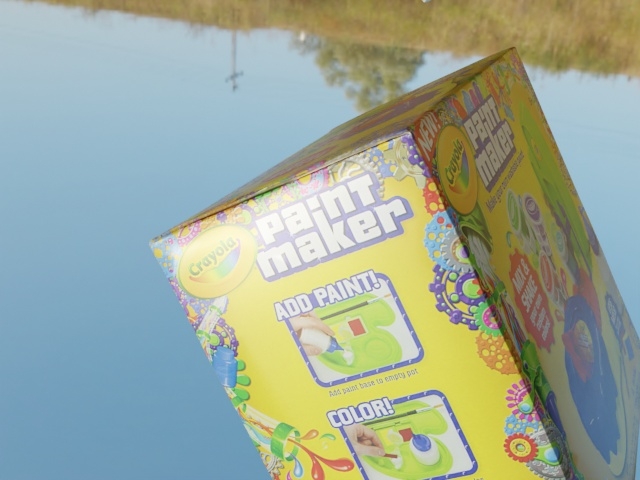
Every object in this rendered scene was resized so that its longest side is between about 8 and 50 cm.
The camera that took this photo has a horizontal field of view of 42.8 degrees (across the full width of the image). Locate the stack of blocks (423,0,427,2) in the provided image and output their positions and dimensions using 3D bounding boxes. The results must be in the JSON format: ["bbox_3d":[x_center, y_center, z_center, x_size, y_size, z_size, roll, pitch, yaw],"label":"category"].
[{"bbox_3d":[0.223,-0.427,0.977,0.297,0.171,0.087,-25,175,-12],"label":"stack of blocks"}]

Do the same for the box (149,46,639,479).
[{"bbox_3d":[0.083,0.048,0.562,0.177,0.279,0.290,-21,-169,29],"label":"box"}]
